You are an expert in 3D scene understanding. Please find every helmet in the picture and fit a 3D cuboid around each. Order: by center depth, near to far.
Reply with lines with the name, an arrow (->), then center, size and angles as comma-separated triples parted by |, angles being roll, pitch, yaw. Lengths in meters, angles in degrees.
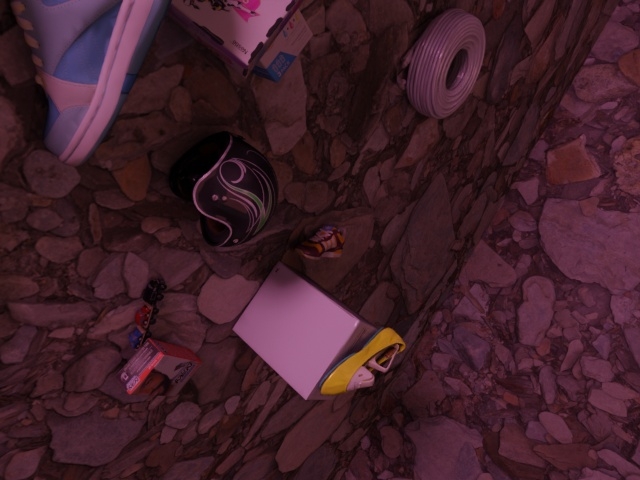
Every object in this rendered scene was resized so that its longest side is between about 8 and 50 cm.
helmet -> -0.150, -0.077, 0.716 | 0.169, 0.169, 0.161 | -49, 130, -11

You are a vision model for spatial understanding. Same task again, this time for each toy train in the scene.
toy train -> -0.324, 0.141, 0.801 | 0.036, 0.027, 0.158 | 2, 116, -51

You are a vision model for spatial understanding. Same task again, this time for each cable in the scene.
cable -> 0.317, -0.438, 1.080 | 0.257, 0.089, 0.257 | -58, 147, 3

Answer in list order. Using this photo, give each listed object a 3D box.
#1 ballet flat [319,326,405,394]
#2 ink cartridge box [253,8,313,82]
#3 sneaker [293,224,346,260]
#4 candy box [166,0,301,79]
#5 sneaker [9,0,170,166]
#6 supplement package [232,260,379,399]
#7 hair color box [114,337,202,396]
ballet flat -> 0.101, 0.269, 0.933 | 0.231, 0.077, 0.077 | -30, 140, -35
ink cartridge box -> -0.098, -0.341, 0.645 | 0.104, 0.061, 0.181 | -55, 147, -3
sneaker -> 0.000, 0.000, 1.077 | 0.185, 0.069, 0.084 | -3, 112, -58
candy box -> -0.104, -0.342, 0.548 | 0.164, 0.070, 0.196 | 36, 87, -14
sneaker -> -0.291, -0.239, 0.453 | 0.208, 0.127, 0.319 | 24, 122, -30
supplement package -> -0.036, 0.212, 1.021 | 0.204, 0.261, 0.145 | -56, 147, -1
hair color box -> -0.316, 0.258, 0.863 | 0.093, 0.053, 0.167 | -50, 157, -9
